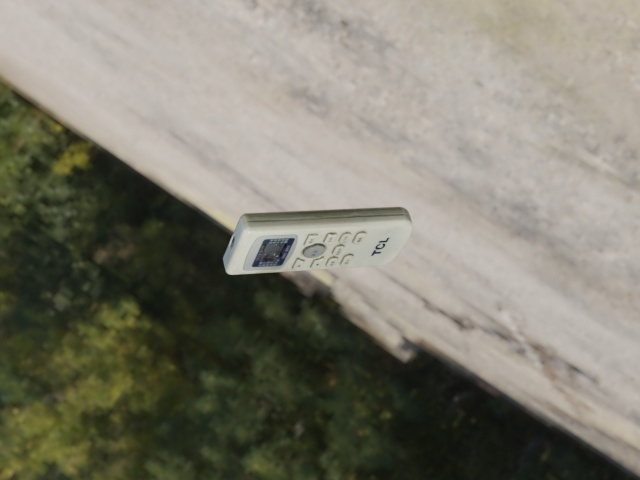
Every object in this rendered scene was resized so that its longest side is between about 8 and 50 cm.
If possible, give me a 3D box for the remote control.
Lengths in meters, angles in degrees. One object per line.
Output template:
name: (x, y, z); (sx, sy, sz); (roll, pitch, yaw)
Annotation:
remote control: (0.000, 0.000, 1.414); (0.190, 0.029, 0.087); (-3, 148, -23)
